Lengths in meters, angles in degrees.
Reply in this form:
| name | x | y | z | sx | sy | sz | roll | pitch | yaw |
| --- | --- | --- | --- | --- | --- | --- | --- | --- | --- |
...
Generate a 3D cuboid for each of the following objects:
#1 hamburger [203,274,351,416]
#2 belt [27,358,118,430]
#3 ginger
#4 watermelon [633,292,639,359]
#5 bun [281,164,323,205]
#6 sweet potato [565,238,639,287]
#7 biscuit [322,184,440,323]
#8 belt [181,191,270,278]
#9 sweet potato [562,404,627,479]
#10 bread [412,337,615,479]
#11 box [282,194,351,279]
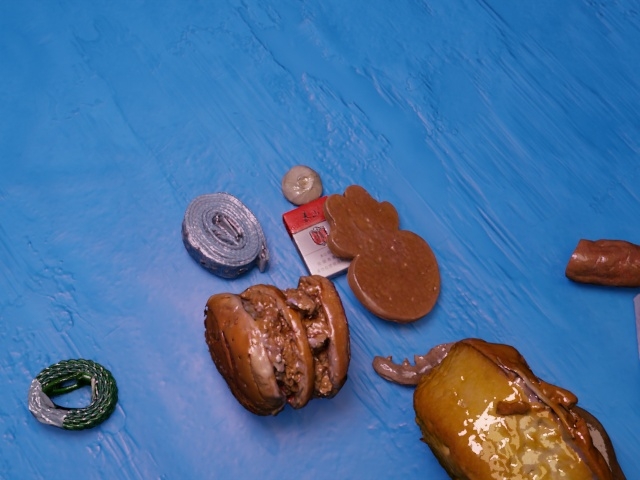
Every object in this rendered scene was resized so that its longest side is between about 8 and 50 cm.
| name | x | y | z | sx | sy | sz | roll | pitch | yaw |
| --- | --- | --- | --- | --- | --- | --- | --- | --- | --- |
| hamburger | -0.075 | 0.180 | 1.140 | 0.211 | 0.260 | 0.245 | -15 | 117 | -24 |
| belt | -0.436 | 0.270 | 1.155 | 0.151 | 0.079 | 0.121 | -3 | 72 | -4 |
| ginger | 0.185 | 0.233 | 1.222 | 0.173 | 0.051 | 0.069 | -8 | 69 | -8 |
| watermelon | 0.659 | 0.204 | 1.196 | 0.214 | 0.320 | 0.289 | -48 | 46 | 9 |
| bun | -0.037 | -0.113 | 1.321 | 0.086 | 0.055 | 0.086 | 1 | 72 | -3 |
| sweet potato | 0.591 | 0.044 | 1.290 | 0.251 | 0.097 | 0.097 | 2 | 71 | -7 |
| biscuit | 0.112 | 0.025 | 1.261 | 0.202 | 0.044 | 0.289 | -35 | 82 | -34 |
| belt | -0.188 | -0.008 | 1.263 | 0.147 | 0.082 | 0.163 | -11 | 69 | -18 |
| sweet potato | 0.487 | 0.379 | 1.187 | 0.081 | 0.062 | 0.233 | -19 | 71 | -8 |
| bread | 0.290 | 0.325 | 1.037 | 0.204 | 0.358 | 0.337 | -40 | 76 | -10 |
| box | 0.000 | 0.000 | 1.290 | 0.100 | 0.048 | 0.152 | -23 | 77 | -14 |
